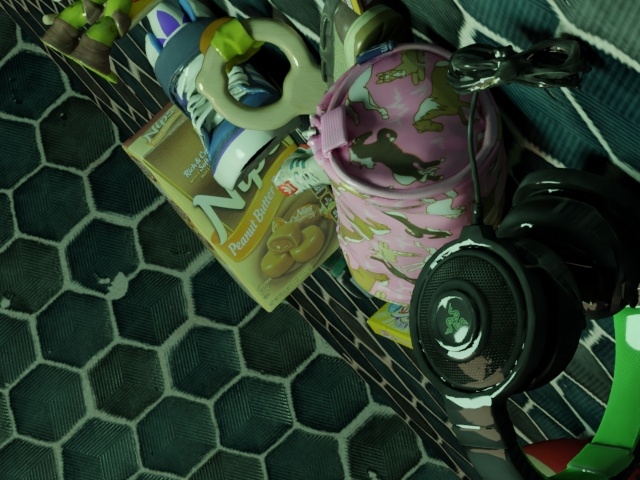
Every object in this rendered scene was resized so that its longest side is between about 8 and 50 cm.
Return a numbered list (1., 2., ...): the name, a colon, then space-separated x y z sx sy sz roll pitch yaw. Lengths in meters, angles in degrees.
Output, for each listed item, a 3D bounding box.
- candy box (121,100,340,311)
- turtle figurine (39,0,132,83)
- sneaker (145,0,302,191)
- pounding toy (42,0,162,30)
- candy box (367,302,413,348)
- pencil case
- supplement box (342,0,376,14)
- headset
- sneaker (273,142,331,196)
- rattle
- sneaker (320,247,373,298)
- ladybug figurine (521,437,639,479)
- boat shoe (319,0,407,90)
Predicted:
1. candy box: -0.107 -0.074 2.371 0.316 0.183 0.087 52 169 -31
2. turtle figurine: -0.197 -0.279 1.793 0.269 0.217 0.087 31 180 32
3. sneaker: -0.141 -0.191 2.050 0.236 0.130 0.323 46 -172 -4
4. pounding toy: -0.232 -0.292 1.983 0.094 0.181 0.206 43 171 20
5. candy box: 0.134 0.093 2.225 0.027 0.105 0.206 49 171 -14
6. pencil case: 0.087 -0.050 1.623 0.167 0.160 0.386 44 172 16
7. supplement box: 0.017 -0.242 1.461 0.083 0.043 0.055 42 171 24
8. headset: 0.191 0.028 1.342 0.185 0.243 0.394 -2 117 46
9. sneaker: -0.015 -0.083 2.242 0.057 0.075 0.161 50 171 -19
10. rattle: -0.043 -0.172 1.918 0.199 0.130 0.143 21 171 -13
11. sneaker: 0.000 0.000 2.548 0.224 0.083 0.098 48 176 -12
12. ladybug figurine: 0.382 0.386 2.166 0.449 0.162 0.305 36 167 49
13. boat shoe: 0.037 -0.174 1.593 0.073 0.080 0.223 52 169 15
